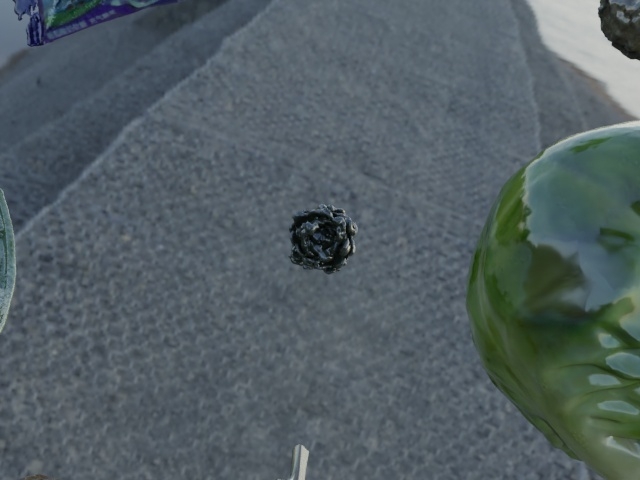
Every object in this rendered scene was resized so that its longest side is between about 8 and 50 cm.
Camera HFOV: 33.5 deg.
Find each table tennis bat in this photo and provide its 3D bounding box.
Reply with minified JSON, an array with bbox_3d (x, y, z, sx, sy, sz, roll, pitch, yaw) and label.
[{"bbox_3d":[-0.041,0.395,1.562,0.130,0.019,0.220,52,29,-33],"label":"table tennis bat"}]

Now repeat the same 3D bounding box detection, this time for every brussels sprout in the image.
[{"bbox_3d":[0.297,0.068,1.061,0.289,0.354,0.281,-20,-3,-6],"label":"brussels sprout"}]

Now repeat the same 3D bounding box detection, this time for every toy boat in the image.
[{"bbox_3d":[-0.374,0.030,1.137,0.093,0.055,0.293,8,29,-22],"label":"toy boat"}]

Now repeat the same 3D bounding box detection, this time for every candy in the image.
[{"bbox_3d":[-0.236,-0.325,1.267,0.275,0.145,0.070,-14,-16,0],"label":"candy"}]

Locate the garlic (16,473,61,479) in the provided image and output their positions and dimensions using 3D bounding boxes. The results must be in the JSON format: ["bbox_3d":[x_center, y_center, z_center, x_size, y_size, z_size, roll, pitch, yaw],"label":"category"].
[{"bbox_3d":[-0.385,0.417,1.541,0.245,0.160,0.245,18,4,-1],"label":"garlic"}]

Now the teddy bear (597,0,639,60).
[{"bbox_3d":[0.301,-0.193,0.638,0.251,0.181,0.129,3,13,34],"label":"teddy bear"}]

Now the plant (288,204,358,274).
[{"bbox_3d":[0.000,0.000,1.451,0.095,0.092,0.143,17,-6,-3],"label":"plant"}]
